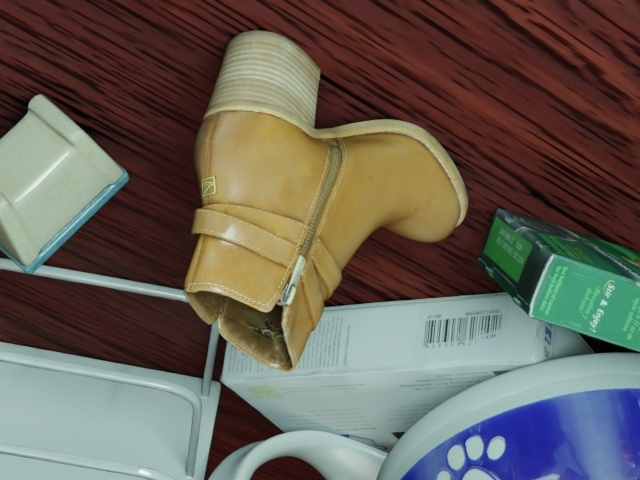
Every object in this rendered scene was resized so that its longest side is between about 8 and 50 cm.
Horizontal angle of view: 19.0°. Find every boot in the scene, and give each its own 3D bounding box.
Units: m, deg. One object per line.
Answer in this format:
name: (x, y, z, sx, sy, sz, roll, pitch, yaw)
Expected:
boot: (0.000, 0.000, 1.006, 0.073, 0.152, 0.197, -16, 144, 40)

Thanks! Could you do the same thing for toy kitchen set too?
toy kitchen set: (-0.234, -0.034, 1.125, 0.207, 0.166, 0.122, 38, 168, 30)

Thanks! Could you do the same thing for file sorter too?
file sorter: (-0.180, 0.177, 1.286, 0.192, 0.278, 0.173, 10, 152, -2)

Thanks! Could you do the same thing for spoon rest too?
spoon rest: (0.039, 0.184, 1.348, 0.276, 0.084, 0.137, 12, 159, -35)

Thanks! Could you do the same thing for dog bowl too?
dog bowl: (0.170, 0.193, 1.229, 0.265, 0.104, 0.265, -5, 139, -4)

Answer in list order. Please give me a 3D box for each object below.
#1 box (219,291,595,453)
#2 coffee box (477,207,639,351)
box: (0.108, 0.134, 1.354, 0.232, 0.058, 0.322, -6, 149, 28)
coffee box: (0.190, 0.036, 1.083, 0.184, 0.040, 0.113, 18, -169, -14)
